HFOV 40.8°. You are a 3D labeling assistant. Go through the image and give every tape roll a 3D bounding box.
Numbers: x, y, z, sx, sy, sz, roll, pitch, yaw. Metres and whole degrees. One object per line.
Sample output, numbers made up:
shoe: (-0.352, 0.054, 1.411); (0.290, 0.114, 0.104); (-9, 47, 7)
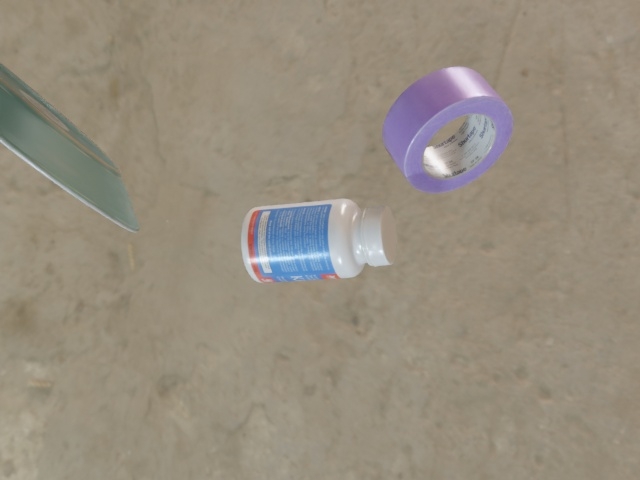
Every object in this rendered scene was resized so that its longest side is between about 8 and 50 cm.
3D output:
tape roll: (0.197, -0.168, 1.330); (0.189, 0.189, 0.080); (-22, 51, -9)

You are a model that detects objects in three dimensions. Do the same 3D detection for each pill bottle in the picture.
pill bottle: (0.000, 0.000, 1.331); (0.222, 0.124, 0.124); (-4, 92, 21)

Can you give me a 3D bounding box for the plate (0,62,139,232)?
plate: (-0.173, -0.074, 0.504); (0.188, 0.188, 0.024); (41, 89, -9)
